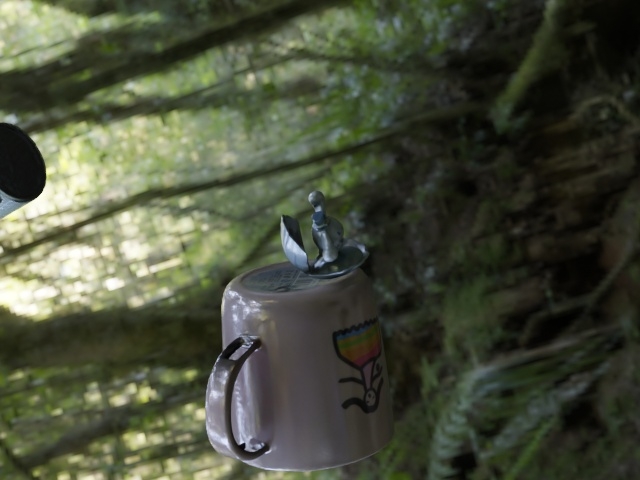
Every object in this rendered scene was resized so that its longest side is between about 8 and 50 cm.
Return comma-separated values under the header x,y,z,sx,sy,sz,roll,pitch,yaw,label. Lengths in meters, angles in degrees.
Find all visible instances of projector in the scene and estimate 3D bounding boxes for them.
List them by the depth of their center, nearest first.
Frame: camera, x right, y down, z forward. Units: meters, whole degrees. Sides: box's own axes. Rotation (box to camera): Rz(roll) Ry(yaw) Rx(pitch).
x,y,z,sx,sy,sz,roll,pitch,yaw,label
-0.485,-0.035,1.785,0.108,0.337,0.108,30,-133,-39,projector

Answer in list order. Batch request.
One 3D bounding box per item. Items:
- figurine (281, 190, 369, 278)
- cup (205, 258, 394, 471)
x,y,z,sx,sy,sz,roll,pitch,yaw,label
0.000,0.000,1.570,0.086,0.082,0.094,61,-175,-26,figurine
-0.039,0.144,1.624,0.253,0.192,0.200,-23,-68,-47,cup
